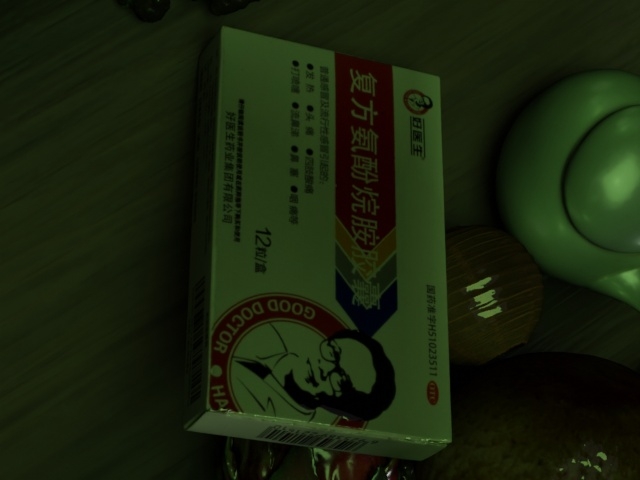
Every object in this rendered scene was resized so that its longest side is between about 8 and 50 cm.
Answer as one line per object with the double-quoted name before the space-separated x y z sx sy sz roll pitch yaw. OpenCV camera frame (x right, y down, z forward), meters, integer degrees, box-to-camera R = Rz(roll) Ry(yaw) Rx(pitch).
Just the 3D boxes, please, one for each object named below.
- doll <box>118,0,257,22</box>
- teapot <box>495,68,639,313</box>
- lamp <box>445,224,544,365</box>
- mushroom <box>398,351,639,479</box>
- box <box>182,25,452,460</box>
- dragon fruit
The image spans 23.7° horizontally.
"doll" -0.099 -0.251 1.318 0.139 0.057 0.165 34 93 -22
"teapot" 0.313 -0.091 1.432 0.220 0.149 0.318 43 82 -20
"lamp" 0.137 0.049 1.392 0.136 0.136 0.136 -2 97 -20
"mushroom" 0.198 0.200 1.371 0.283 0.263 0.195 -8 97 18
"box" 0.000 0.000 1.291 0.214 0.069 0.353 10 65 -21
"dragon fruit" -0.010 0.201 1.331 0.182 0.182 0.189 -30 135 -14
